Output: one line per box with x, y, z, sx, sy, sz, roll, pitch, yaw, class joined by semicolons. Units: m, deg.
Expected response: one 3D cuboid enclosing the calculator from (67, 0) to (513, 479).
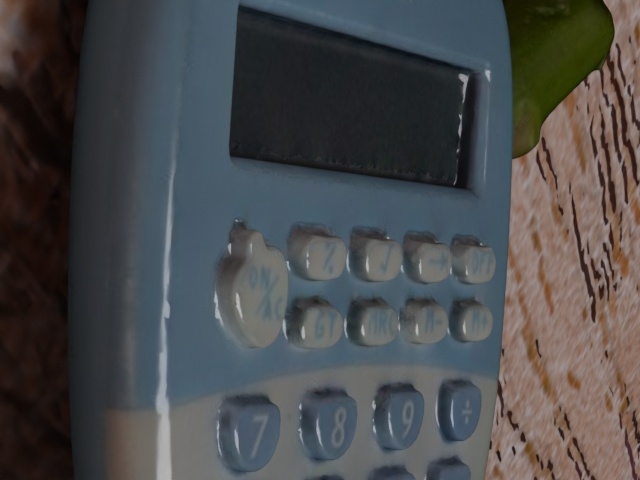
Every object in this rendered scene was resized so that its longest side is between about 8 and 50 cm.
0.000;0.000;0.452;0.188;0.042;0.303;5;86;-58;calculator

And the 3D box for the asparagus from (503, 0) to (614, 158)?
0.042;-0.035;0.579;0.178;0.041;0.045;-43;121;-36;asparagus
